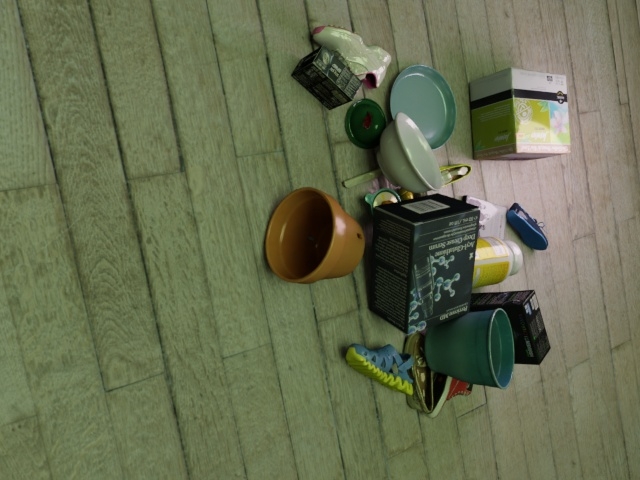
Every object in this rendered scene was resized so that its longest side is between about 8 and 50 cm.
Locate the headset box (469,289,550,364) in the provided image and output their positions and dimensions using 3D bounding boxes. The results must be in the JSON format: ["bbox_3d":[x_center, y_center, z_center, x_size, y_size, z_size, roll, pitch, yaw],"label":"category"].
[{"bbox_3d":[0.685,0.328,2.082,0.131,0.283,0.246,-29,105,-44],"label":"headset box"}]

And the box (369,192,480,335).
[{"bbox_3d":[0.346,0.071,1.856,0.293,0.212,0.396,-14,116,-30],"label":"box"}]

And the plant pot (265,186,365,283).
[{"bbox_3d":[0.000,0.000,1.699,0.203,0.290,0.291,16,81,-45],"label":"plant pot"}]

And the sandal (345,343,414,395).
[{"bbox_3d":[0.214,0.419,1.899,0.317,0.126,0.138,35,69,-34],"label":"sandal"}]

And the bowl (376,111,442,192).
[{"bbox_3d":[0.286,-0.276,1.881,0.298,0.134,0.298,40,35,-37],"label":"bowl"}]

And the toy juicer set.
[{"bbox_3d":[0.250,-0.141,1.937,0.209,0.089,0.329,-45,110,-23],"label":"toy juicer set"}]

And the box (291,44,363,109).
[{"bbox_3d":[0.020,-0.522,1.776,0.180,0.147,0.078,37,72,-24],"label":"box"}]

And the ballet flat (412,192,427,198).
[{"bbox_3d":[0.382,-0.101,2.031,0.058,0.084,0.250,-15,99,4],"label":"ballet flat"}]

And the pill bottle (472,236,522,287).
[{"bbox_3d":[0.597,0.083,2.079,0.333,0.188,0.188,-5,92,-30],"label":"pill bottle"}]

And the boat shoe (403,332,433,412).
[{"bbox_3d":[0.370,0.477,1.997,0.104,0.089,0.285,-6,92,-30],"label":"boat shoe"}]

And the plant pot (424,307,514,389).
[{"bbox_3d":[0.518,0.381,1.941,0.271,0.255,0.272,15,71,-54],"label":"plant pot"}]

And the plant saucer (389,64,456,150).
[{"bbox_3d":[0.376,-0.490,2.043,0.317,0.043,0.318,0,90,-30],"label":"plant saucer"}]

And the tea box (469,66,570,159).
[{"bbox_3d":[0.793,-0.488,2.183,0.329,0.220,0.324,-6,93,-30],"label":"tea box"}]

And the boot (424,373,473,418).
[{"bbox_3d":[0.493,0.584,2.071,0.176,0.088,0.244,42,65,-25],"label":"boot"}]

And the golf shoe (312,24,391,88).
[{"bbox_3d":[0.104,-0.616,1.849,0.306,0.115,0.140,16,85,-28],"label":"golf shoe"}]

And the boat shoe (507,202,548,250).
[{"bbox_3d":[0.881,-0.061,2.293,0.258,0.109,0.089,46,53,-29],"label":"boat shoe"}]

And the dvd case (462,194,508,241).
[{"bbox_3d":[0.654,-0.069,2.206,0.238,0.029,0.179,13,83,-30],"label":"dvd case"}]

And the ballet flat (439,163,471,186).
[{"bbox_3d":[0.482,-0.247,2.081,0.231,0.077,0.077,-21,100,-29],"label":"ballet flat"}]

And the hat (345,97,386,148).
[{"bbox_3d":[0.199,-0.401,1.857,0.173,0.183,0.209,34,73,-25],"label":"hat"}]
